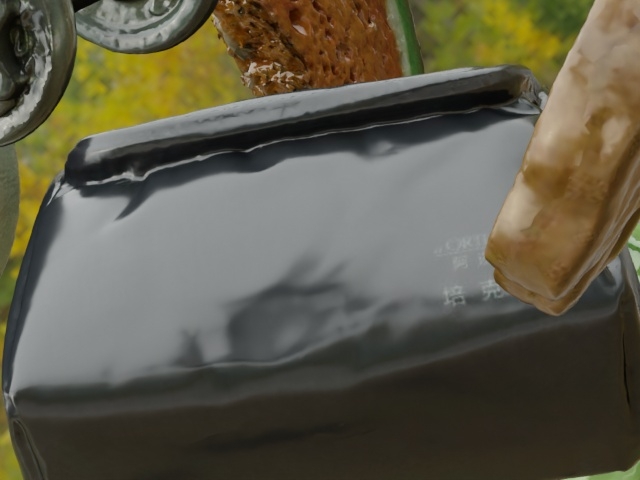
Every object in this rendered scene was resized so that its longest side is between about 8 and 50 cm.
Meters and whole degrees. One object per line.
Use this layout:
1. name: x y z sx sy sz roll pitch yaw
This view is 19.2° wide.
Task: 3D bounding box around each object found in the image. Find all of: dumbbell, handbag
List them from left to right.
1. dumbbell: -0.092 -0.086 0.635 0.081 0.081 0.254 -45 0 30
2. handbag: -0.001 -0.002 0.937 0.302 0.178 0.275 -10 41 6

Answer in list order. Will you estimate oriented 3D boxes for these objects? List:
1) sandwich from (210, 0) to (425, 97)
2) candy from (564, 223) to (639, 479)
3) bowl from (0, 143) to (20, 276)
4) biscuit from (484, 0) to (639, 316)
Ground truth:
1. sandwich: -0.017 -0.141 1.146 0.079 0.235 0.159 -13 35 36
2. candy: 0.147 0.149 1.143 0.343 0.142 0.132 -58 19 19
3. bowl: -0.316 0.007 0.985 0.313 0.313 0.146 -45 26 19
4. biscuit: 0.125 -0.114 0.551 0.186 0.044 0.295 25 -91 -84
